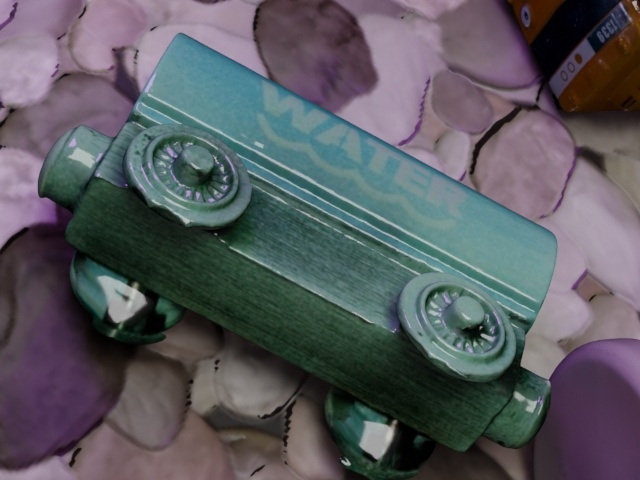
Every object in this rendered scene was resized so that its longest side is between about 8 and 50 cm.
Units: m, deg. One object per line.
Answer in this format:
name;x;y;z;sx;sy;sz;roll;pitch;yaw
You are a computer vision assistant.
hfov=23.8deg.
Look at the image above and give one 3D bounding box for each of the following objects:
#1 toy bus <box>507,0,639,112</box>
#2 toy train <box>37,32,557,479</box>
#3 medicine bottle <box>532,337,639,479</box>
toy bus;0.209;-0.131;0.828;0.201;0.098;0.114;-6;67;-24
toy train;0.000;0.000;0.697;0.248;0.101;0.159;30;43;-5
medicine bottle;0.235;0.103;0.704;0.249;0.133;0.133;-2;66;-21
